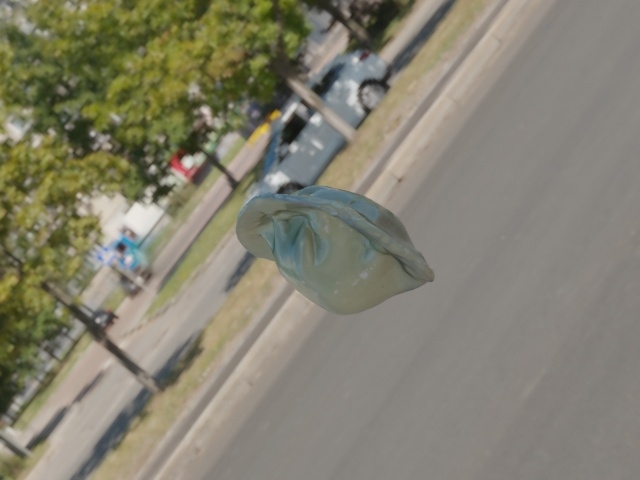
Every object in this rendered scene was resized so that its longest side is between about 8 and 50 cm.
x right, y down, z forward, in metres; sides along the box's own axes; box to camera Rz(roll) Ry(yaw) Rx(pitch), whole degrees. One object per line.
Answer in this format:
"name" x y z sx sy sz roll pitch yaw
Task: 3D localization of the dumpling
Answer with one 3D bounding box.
"dumpling" 0.001 -0.001 0.381 0.043 0.059 0.077 -54 43 1
